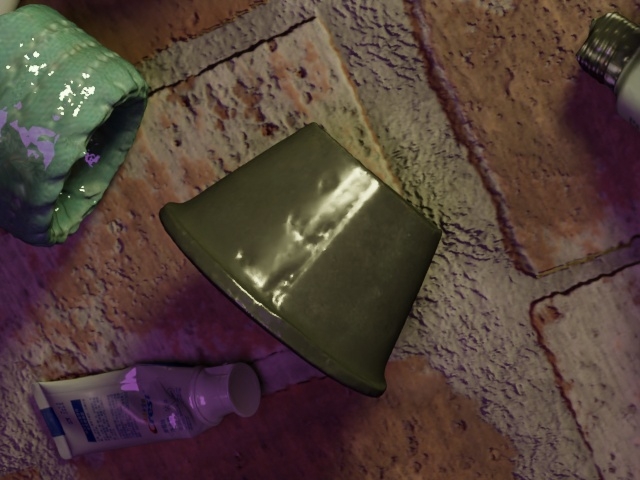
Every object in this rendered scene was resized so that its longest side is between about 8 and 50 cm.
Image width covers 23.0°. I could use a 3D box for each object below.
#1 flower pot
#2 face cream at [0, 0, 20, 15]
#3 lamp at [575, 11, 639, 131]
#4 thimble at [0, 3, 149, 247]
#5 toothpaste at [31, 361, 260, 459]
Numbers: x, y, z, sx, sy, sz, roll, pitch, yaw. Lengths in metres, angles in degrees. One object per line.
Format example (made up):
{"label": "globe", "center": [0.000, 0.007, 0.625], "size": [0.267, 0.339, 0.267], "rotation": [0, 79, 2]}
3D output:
{"label": "flower pot", "center": [0.000, 0.000, 1.443], "size": [0.269, 0.269, 0.166], "rotation": [38, 96, 2]}
{"label": "face cream", "center": [-0.354, -0.219, 1.540], "size": [0.102, 0.102, 0.345], "rotation": [30, 116, 7]}
{"label": "lamp", "center": [0.345, -0.073, 1.313], "size": [0.314, 0.182, 0.182], "rotation": [21, 115, 17]}
{"label": "thimble", "center": [-0.267, -0.104, 1.505], "size": [0.143, 0.198, 0.235], "rotation": [33, 149, 4]}
{"label": "toothpaste", "center": [-0.187, 0.174, 1.661], "size": [0.266, 0.061, 0.096], "rotation": [-12, 106, 30]}
